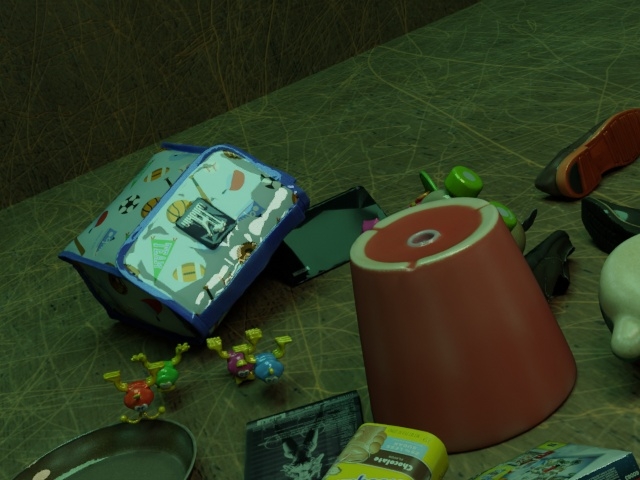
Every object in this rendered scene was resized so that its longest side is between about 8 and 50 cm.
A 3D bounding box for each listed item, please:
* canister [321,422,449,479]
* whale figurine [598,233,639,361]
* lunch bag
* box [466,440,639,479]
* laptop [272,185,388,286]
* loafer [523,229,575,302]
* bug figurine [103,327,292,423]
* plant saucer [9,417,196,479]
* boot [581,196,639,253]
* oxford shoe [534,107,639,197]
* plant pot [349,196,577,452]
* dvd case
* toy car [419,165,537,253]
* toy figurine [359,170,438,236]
[{"bbox_3d":[0.058,0.285,1.150,0.126,0.073,0.170,3,30,31],"label":"canister"},{"bbox_3d":[0.449,0.108,1.227,0.216,0.141,0.272,-22,45,-6],"label":"whale figurine"},{"bbox_3d":[-0.236,-0.001,1.855,0.385,0.239,0.328,15,59,47],"label":"lunch bag"},{"bbox_3d":[0.203,0.255,1.016,0.159,0.044,0.233,-24,-5,-9],"label":"box"},{"bbox_3d":[0.000,0.000,2.023,0.234,0.137,0.264,-24,-5,-13],"label":"laptop"},{"bbox_3d":[0.332,0.051,1.529,0.080,0.078,0.220,-44,-8,35],"label":"loafer"},{"bbox_3d":[-0.177,0.199,1.545,0.278,0.072,0.216,-11,6,-5],"label":"bug figurine"},{"bbox_3d":[-0.304,0.346,1.374,0.310,0.050,0.311,-18,21,7],"label":"plant saucer"},{"bbox_3d":[0.504,-0.027,1.570,0.137,0.077,0.198,-20,33,-14],"label":"boot"},{"bbox_3d":[0.498,-0.167,1.883,0.271,0.097,0.098,-32,18,-29],"label":"oxford shoe"},{"bbox_3d":[0.164,0.094,1.311,0.274,0.243,0.275,-17,21,7],"label":"plant pot"},{"bbox_3d":[-0.019,0.276,1.336,0.164,0.018,0.221,-17,20,4],"label":"dvd case"},{"bbox_3d":[0.241,-0.010,1.502,0.188,0.155,0.149,-3,45,-45],"label":"toy car"},{"bbox_3d":[0.146,-0.030,1.856,0.159,0.130,0.173,-29,-1,0],"label":"toy figurine"}]
